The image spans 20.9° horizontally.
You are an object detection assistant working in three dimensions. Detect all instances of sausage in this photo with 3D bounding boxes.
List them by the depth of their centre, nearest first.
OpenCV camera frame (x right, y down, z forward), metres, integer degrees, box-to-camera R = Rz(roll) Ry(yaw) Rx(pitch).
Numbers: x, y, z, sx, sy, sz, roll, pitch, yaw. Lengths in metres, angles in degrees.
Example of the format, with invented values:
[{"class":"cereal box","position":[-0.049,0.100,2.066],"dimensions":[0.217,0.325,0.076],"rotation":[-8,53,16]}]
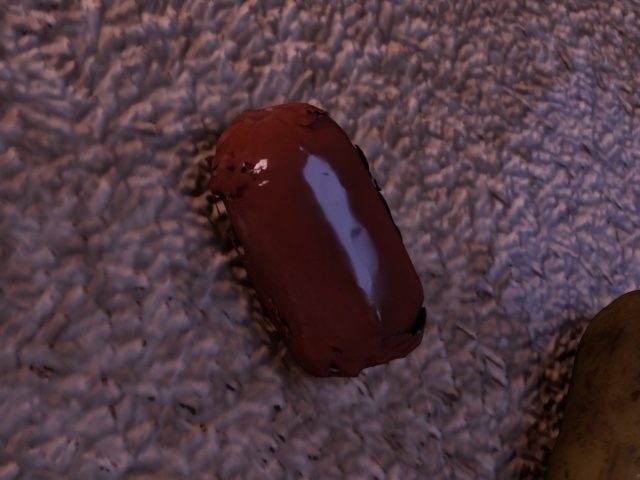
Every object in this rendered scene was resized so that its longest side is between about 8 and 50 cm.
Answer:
[{"class":"sausage","position":[0.000,0.000,0.820],"dimensions":[0.076,0.076,0.141],"rotation":[-36,103,-52]}]

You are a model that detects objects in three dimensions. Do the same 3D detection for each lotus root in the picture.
[{"class":"lotus root","position":[0.177,0.129,0.969],"dimensions":[0.110,0.097,0.258],"rotation":[50,45,-30]}]
